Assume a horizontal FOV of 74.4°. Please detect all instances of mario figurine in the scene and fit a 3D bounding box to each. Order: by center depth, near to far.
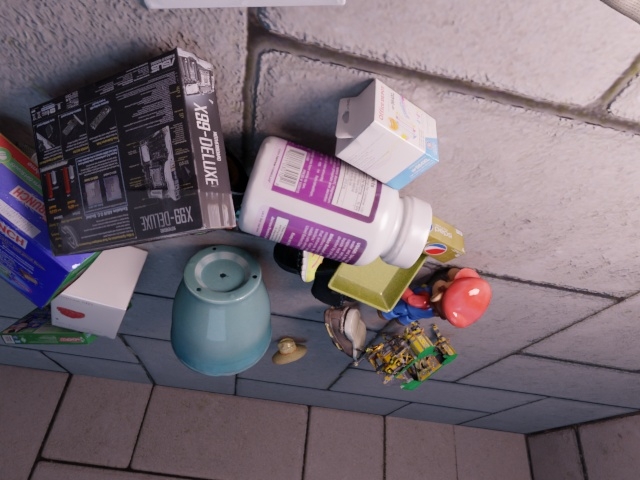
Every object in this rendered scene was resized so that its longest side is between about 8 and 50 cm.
[{"bbox_3d":[0.295,0.133,1.086,0.198,0.170,0.320,-17,176,-36],"label":"mario figurine"}]

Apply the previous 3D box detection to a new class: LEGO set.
[{"bbox_3d":[0.275,0.346,1.384,0.331,0.192,0.255,18,120,-47],"label":"LEGO set"}]

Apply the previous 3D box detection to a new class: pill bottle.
[{"bbox_3d":[0.026,-0.053,0.723,0.301,0.169,0.169,18,147,-8],"label":"pill bottle"}]

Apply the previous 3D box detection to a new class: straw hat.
[{"bbox_3d":[-0.128,0.408,1.614,0.144,0.144,0.061,-10,106,25],"label":"straw hat"}]

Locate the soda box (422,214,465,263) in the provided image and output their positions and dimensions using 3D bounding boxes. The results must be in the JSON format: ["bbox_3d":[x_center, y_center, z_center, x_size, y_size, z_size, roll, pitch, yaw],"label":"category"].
[{"bbox_3d":[0.216,-0.016,0.877,0.181,0.058,0.061,24,143,-26],"label":"soda box"}]

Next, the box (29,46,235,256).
[{"bbox_3d":[-0.289,-0.114,0.634,0.307,0.242,0.076,-10,180,23],"label":"box"}]

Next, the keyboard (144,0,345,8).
[{"bbox_3d":[-0.099,-0.313,0.500,0.256,0.014,0.072,3,153,6],"label":"keyboard"}]

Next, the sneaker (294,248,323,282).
[{"bbox_3d":[0.000,0.000,0.872,0.094,0.081,0.208,0,122,-17],"label":"sneaker"}]

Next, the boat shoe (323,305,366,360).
[{"bbox_3d":[0.084,0.304,1.371,0.097,0.116,0.324,9,151,18],"label":"boat shoe"}]

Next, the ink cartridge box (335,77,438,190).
[{"bbox_3d":[0.093,-0.160,0.634,0.143,0.092,0.090,24,144,-27],"label":"ink cartridge box"}]

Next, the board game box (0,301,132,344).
[{"bbox_3d":[-0.809,0.252,1.355,0.317,0.213,0.046,-3,113,15],"label":"board game box"}]

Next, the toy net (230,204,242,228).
[{"bbox_3d":[-0.166,-0.042,0.915,0.232,0.045,0.122,9,148,-4],"label":"toy net"}]

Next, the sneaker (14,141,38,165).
[{"bbox_3d":[-0.571,-0.135,0.836,0.076,0.065,0.166,32,139,-10],"label":"sneaker"}]

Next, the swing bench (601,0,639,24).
[{"bbox_3d":[0.247,-0.270,0.274,0.253,0.254,0.165,16,147,-16],"label":"swing bench"}]

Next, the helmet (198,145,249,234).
[{"bbox_3d":[-0.226,-0.088,0.741,0.161,0.169,0.169,-35,132,25],"label":"helmet"}]

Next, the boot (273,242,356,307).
[{"bbox_3d":[-0.003,0.090,1.050,0.246,0.094,0.207,5,145,-10],"label":"boot"}]

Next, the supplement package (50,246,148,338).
[{"bbox_3d":[-0.607,0.132,1.149,0.177,0.175,0.293,21,145,-20],"label":"supplement package"}]

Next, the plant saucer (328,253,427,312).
[{"bbox_3d":[0.128,0.048,0.938,0.188,0.045,0.188,26,102,-28],"label":"plant saucer"}]

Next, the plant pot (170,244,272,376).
[{"bbox_3d":[-0.247,0.159,1.074,0.272,0.271,0.255,9,133,-5],"label":"plant pot"}]

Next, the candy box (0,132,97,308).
[{"bbox_3d":[-0.583,-0.021,0.822,0.268,0.122,0.317,47,139,-16],"label":"candy box"}]
